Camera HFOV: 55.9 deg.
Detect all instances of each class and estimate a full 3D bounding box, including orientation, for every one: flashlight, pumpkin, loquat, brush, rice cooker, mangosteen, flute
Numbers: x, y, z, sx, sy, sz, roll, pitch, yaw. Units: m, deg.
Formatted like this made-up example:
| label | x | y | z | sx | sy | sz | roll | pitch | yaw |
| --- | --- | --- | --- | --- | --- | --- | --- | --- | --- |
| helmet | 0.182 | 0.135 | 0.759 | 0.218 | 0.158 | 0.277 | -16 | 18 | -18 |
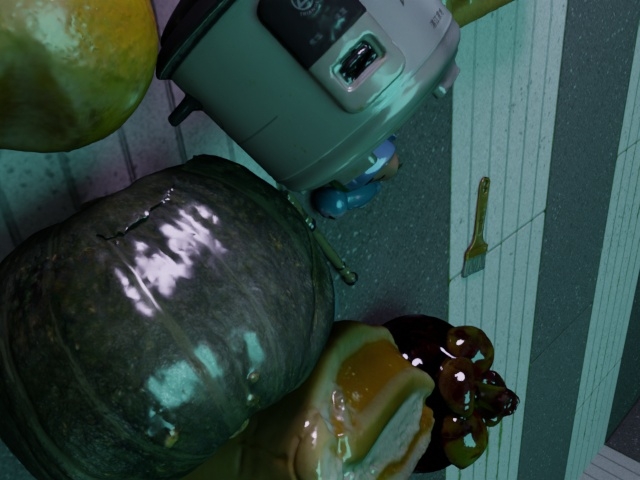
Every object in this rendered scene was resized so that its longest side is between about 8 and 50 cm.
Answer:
| label | x | y | z | sx | sy | sz | roll | pitch | yaw |
| --- | --- | --- | --- | --- | --- | --- | --- | --- | --- |
| flashlight | 0.044 | -0.069 | 0.898 | 0.129 | 0.051 | 0.051 | -26 | 125 | -41 |
| pumpkin | -0.149 | 0.071 | 0.578 | 0.328 | 0.292 | 0.257 | -37 | 95 | -47 |
| loquat | -0.229 | -0.158 | 0.454 | 0.213 | 0.213 | 0.212 | -22 | 123 | -39 |
| brush | 0.330 | -0.028 | 1.247 | 0.083 | 0.010 | 0.218 | -19 | 121 | -40 |
| rice cooker | -0.018 | -0.186 | 0.549 | 0.280 | 0.241 | 0.227 | -43 | 107 | 6 |
| mangosteen | 0.190 | 0.265 | 1.027 | 0.288 | 0.288 | 0.233 | -42 | 138 | -26 |
| flute | 0.000 | 0.000 | 0.898 | 0.027 | 0.027 | 0.233 | -54 | 137 | -15 |

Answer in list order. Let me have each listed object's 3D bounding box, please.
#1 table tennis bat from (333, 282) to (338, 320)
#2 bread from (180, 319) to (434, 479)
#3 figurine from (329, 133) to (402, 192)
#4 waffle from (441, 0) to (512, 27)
| label | x | y | z | sx | sy | sz | roll | pitch | yaw |
| --- | --- | --- | --- | --- | --- | --- | --- | --- | --- |
| table tennis bat | -0.012 | 0.138 | 0.944 | 0.149 | 0.038 | 0.237 | -53 | 133 | -18 |
| bread | -0.054 | 0.215 | 0.752 | 0.301 | 0.342 | 0.210 | -19 | 92 | -53 |
| figurine | 0.075 | -0.142 | 0.852 | 0.145 | 0.114 | 0.178 | 32 | 75 | -39 |
| waffle | 0.250 | -0.487 | 0.903 | 0.348 | 0.078 | 0.304 | -33 | 130 | -33 |
